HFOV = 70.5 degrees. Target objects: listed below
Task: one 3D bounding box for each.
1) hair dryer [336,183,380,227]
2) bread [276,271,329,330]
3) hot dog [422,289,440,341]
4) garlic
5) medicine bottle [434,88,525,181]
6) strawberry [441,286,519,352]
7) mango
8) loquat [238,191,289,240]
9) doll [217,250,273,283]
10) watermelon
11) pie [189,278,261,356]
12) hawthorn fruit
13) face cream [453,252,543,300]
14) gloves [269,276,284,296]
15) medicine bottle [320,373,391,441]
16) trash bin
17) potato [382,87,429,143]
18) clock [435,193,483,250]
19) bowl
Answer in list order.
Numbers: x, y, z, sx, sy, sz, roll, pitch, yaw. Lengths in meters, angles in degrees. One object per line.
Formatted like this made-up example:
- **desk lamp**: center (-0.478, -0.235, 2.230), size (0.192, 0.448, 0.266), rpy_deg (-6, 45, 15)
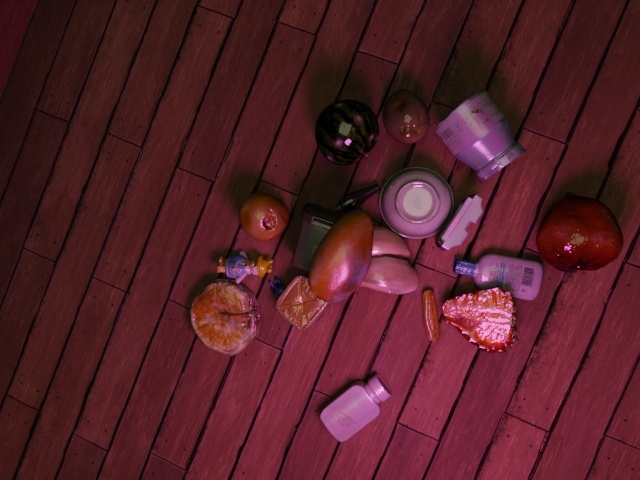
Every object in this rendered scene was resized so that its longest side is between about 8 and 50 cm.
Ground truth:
- **hair dryer**: center (0.186, -0.128, 1.868), size (0.195, 0.075, 0.219), rpy_deg (-27, 51, 0)
- **bread**: center (-0.066, 0.256, 1.920), size (0.192, 0.110, 0.210), rpy_deg (36, 94, 13)
- **hot dog**: center (0.453, 0.312, 1.882), size (0.066, 0.047, 0.216), rpy_deg (-8, 89, -29)
- **garlic**: center (0.242, 0.098, 1.849), size (0.313, 0.249, 0.286), rpy_deg (0, 47, 14)
- **medicine bottle**: center (0.627, -0.402, 1.771), size (0.245, 0.245, 0.290), rpy_deg (-39, 87, 6)
- **strawberry**: center (0.648, 0.322, 1.812), size (0.280, 0.150, 0.254), rpy_deg (-16, 83, 20)
- **mango**: center (0.089, 0.059, 1.689), size (0.221, 0.199, 0.384), rpy_deg (31, 85, -36)
- **loquat**: center (-0.243, -0.099, 1.902), size (0.213, 0.213, 0.213), rpy_deg (0, 89, 7)
- **doll**: center (-0.323, 0.112, 1.962), size (0.241, 0.135, 0.099), rpy_deg (-2, 117, 9)
- **watermelon**: center (0.108, -0.440, 1.837), size (0.268, 0.269, 0.269), rpy_deg (0, 89, 7)
- **pie**: center (-0.415, 0.333, 1.983), size (0.339, 0.077, 0.339), rpy_deg (0, 93, 6)
- **hawthorn fruit**: center (0.980, -0.018, 1.714), size (0.295, 0.295, 0.311), rpy_deg (38, 71, 6)
- **face cream**: center (0.712, 0.136, 1.832), size (0.336, 0.080, 0.163), rpy_deg (10, 92, 8)
- **gloves**: center (-0.190, 0.202, 1.977), size (0.064, 0.026, 0.086), rpy_deg (-15, 88, 9)
- **medicine bottle**: center (0.151, 0.688, 1.888), size (0.296, 0.111, 0.161), rpy_deg (-42, 86, 7)
- **trash bin**: center (0.000, 0.000, 1.870), size (0.219, 0.219, 0.250), rpy_deg (20, 99, 8)
- **potato**: center (0.349, -0.506, 1.854), size (0.177, 0.160, 0.235), rpy_deg (-1, 79, -17)
- **clock**: center (0.557, -0.066, 1.802), size (0.083, 0.186, 0.253), rpy_deg (33, 94, 9)
- **bowl**: center (0.391, -0.155, 1.843), size (0.307, 0.163, 0.307), rpy_deg (0, 93, 8)
